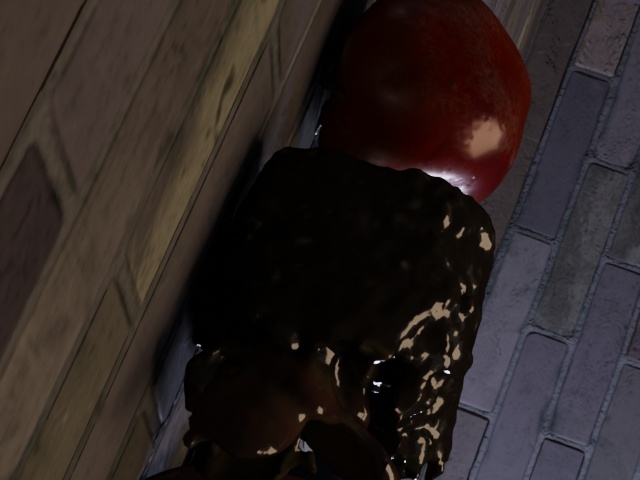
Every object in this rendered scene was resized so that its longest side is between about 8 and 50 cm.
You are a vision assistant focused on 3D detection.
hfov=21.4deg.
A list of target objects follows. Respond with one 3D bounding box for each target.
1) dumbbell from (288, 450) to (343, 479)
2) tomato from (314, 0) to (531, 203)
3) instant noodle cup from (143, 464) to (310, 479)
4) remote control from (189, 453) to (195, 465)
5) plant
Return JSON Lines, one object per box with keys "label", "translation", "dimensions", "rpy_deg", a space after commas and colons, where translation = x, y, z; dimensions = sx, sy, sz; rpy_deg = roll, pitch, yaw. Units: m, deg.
{"label": "dumbbell", "translation": [0.032, 0.165, 1.623], "dimensions": [0.144, 0.160, 0.325], "rpy_deg": [-10, 123, -46]}
{"label": "tomato", "translation": [0.078, -0.105, 1.239], "dimensions": [0.187, 0.151, 0.187], "rpy_deg": [16, 90, -79]}
{"label": "instant noodle cup", "translation": [-0.041, 0.277, 1.078], "dimensions": [0.235, 0.234, 0.179], "rpy_deg": [-49, 162, -70]}
{"label": "remote control", "translation": [-0.103, 0.211, 1.217], "dimensions": [0.059, 0.028, 0.212], "rpy_deg": [105, 9, -59]}
{"label": "plant", "translation": [0.009, 0.065, 1.067], "dimensions": [0.204, 0.178, 0.234], "rpy_deg": [95, 11, -67]}
